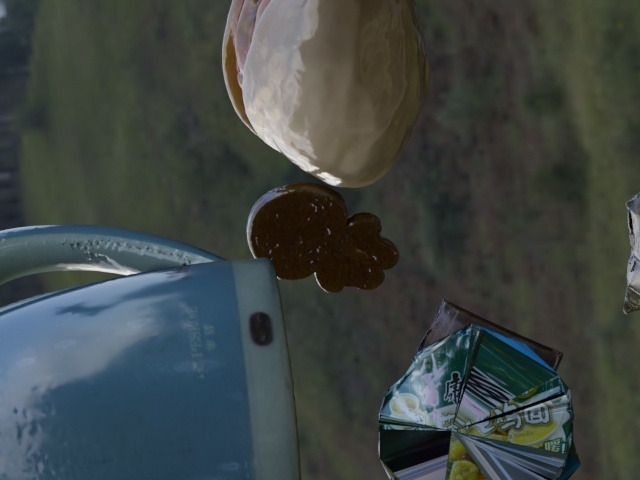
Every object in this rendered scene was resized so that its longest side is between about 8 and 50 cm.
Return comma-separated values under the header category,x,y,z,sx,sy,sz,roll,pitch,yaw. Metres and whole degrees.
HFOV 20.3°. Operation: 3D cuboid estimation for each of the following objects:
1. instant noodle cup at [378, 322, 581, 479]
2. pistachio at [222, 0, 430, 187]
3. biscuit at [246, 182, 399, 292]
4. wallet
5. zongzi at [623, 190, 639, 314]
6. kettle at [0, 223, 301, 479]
category,x,y,z,sx,sy,sz,roll,pitch,yaw
instant noodle cup,0.194,0.239,2.132,0.178,0.240,0.240,50,-144,-71
pistachio,0.012,-0.195,1.950,0.230,0.229,0.309,-75,-15,-58
biscuit,0.000,0.000,1.965,0.124,0.175,0.026,-54,24,25
wallet,0.219,0.153,2.331,0.095,0.176,0.026,-64,-18,-9
zongzi,0.377,0.045,1.707,0.084,0.187,0.184,-39,-34,-33
kettle,-0.198,0.123,1.436,0.247,0.342,0.320,90,173,-53
